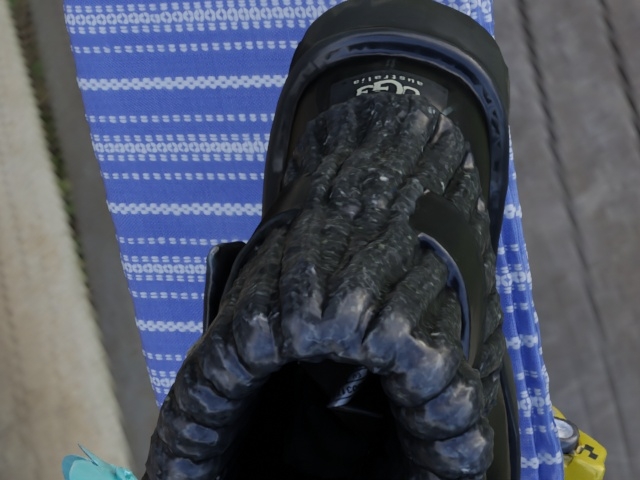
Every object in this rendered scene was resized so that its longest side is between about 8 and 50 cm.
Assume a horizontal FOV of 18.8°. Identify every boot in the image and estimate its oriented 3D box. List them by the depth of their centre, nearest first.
[{"bbox_3d":[0.013,0.099,0.788,0.131,0.348,0.260,0,35,7],"label":"boot"}]

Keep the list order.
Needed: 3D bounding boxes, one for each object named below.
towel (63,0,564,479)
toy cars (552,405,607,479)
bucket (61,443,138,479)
[{"bbox_3d":[0.000,0.000,1.034,0.040,0.243,0.336,-47,132,-55],"label":"towel"},{"bbox_3d":[0.076,0.189,1.673,0.087,0.393,0.176,-41,109,-51],"label":"toy cars"},{"bbox_3d":[-0.154,0.305,1.351,0.183,0.281,0.281,27,70,-7],"label":"bucket"}]
